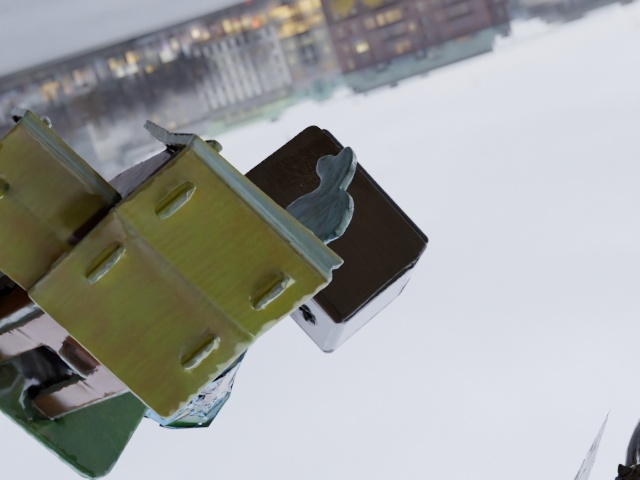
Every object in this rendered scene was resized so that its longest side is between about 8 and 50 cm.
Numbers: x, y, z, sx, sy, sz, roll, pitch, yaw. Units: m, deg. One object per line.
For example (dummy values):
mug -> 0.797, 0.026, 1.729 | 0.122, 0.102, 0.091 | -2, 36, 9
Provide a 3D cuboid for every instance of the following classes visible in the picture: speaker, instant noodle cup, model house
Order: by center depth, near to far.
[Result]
model house -> -0.136, -0.042, 1.195 | 0.323, 0.300, 0.340 | -24, -151, 46
speaker -> 0.000, 0.000, 1.949 | 0.192, 0.231, 0.153 | -39, 169, -19
instant noodle cup -> -0.220, 0.167, 2.375 | 0.240, 0.240, 0.178 | -23, 167, -29

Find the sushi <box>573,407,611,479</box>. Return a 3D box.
sushi -> 0.266, 0.310, 1.540 | 0.040, 0.193, 0.210 | 22, -134, 7

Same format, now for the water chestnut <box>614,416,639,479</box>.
water chestnut -> 0.524, 0.322, 1.961 | 0.302, 0.350, 0.350 | 13, 178, -21
